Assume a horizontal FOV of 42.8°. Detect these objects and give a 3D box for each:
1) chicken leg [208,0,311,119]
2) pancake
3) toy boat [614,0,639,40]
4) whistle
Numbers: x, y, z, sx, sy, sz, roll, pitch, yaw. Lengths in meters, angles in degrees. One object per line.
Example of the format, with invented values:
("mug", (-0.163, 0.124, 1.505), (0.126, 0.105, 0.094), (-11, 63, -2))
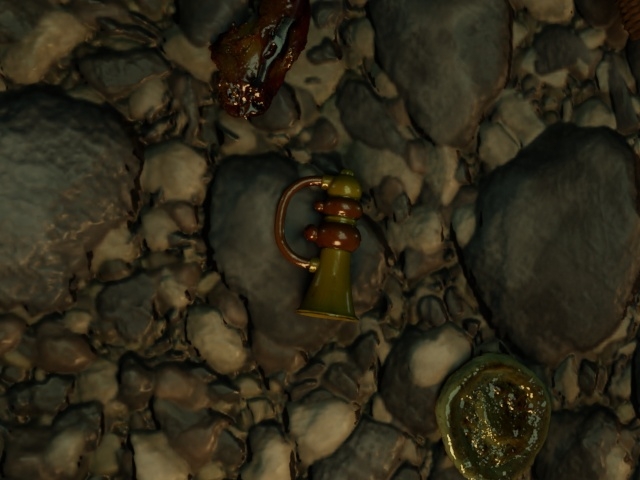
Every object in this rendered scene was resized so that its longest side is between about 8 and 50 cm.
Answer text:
("chicken leg", (-0.036, -0.153, 0.567), (0.062, 0.037, 0.145), (22, 84, -5))
("pancake", (0.135, 0.139, 0.635), (0.108, 0.017, 0.107), (1, 88, -23))
("toy boat", (0.273, -0.246, 0.644), (0.115, 0.089, 0.310), (-24, 99, -15))
("whistle", (0.001, 0.003, 0.583), (0.046, 0.057, 0.109), (22, 68, -63))
